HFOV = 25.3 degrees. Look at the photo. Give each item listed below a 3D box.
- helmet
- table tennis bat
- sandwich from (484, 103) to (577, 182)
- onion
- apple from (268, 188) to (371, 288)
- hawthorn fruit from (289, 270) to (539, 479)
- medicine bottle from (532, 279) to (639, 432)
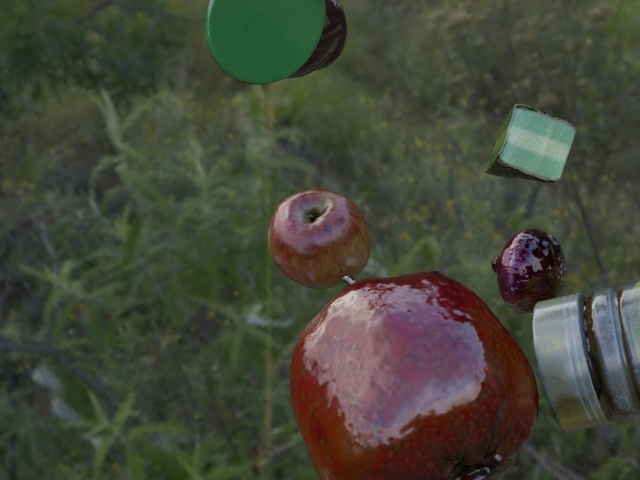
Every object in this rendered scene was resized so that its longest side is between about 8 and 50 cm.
[{"bbox_3d":[-0.056,-0.305,2.058,0.155,0.175,0.106,-25,15,33],"label":"helmet"},{"bbox_3d":[-0.041,-0.309,1.764,0.257,0.160,0.039,-53,37,-1],"label":"table tennis bat"},{"bbox_3d":[0.235,-0.101,1.609,0.074,0.074,0.116,20,-4,2],"label":"sandwich"},{"bbox_3d":[0.258,0.037,1.784,0.097,0.107,0.107,6,38,37],"label":"onion"},{"bbox_3d":[0.000,0.000,2.039,0.146,0.131,0.146,-5,48,6],"label":"apple"},{"bbox_3d":[0.082,0.146,1.502,0.254,0.254,0.300,-26,45,-6],"label":"hawthorn fruit"},{"bbox_3d":[0.408,0.107,1.565,0.322,0.151,0.151,-14,28,18],"label":"medicine bottle"}]
